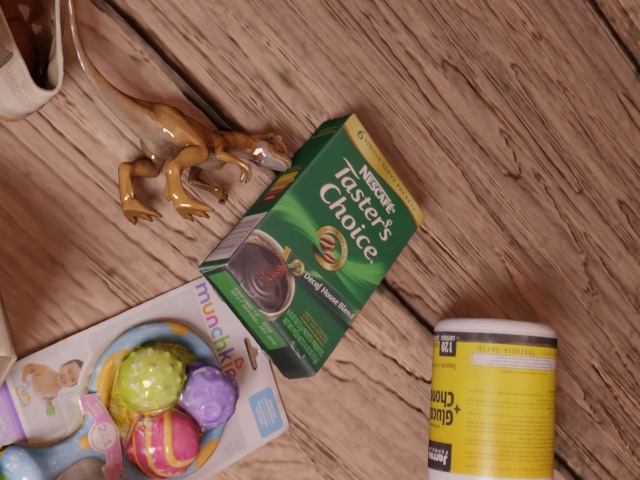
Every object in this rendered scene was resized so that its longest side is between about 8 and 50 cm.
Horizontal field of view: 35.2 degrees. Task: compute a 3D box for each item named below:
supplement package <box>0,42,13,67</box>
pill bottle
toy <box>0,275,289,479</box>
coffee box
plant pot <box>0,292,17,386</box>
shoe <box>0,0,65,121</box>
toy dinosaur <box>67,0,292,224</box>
[{"bbox_3d":[-0.283,-0.094,0.452,0.194,0.149,0.203,53,17,-20],"label":"supplement package"},{"bbox_3d":[0.141,0.158,0.831,0.103,0.103,0.184,9,81,-36],"label":"pill bottle"},{"bbox_3d":[-0.116,0.119,0.675,0.237,0.056,0.137,-24,102,-35],"label":"toy"},{"bbox_3d":[0.000,0.000,0.765,0.113,0.040,0.184,54,51,-19],"label":"coffee box"},{"bbox_3d":[-0.235,0.037,0.559,0.109,0.109,0.096,0,67,-27],"label":"plant pot"},{"bbox_3d":[-0.190,-0.187,0.639,0.076,0.058,0.219,-3,89,-37],"label":"shoe"},{"bbox_3d":[-0.112,-0.073,0.698,0.211,0.064,0.112,25,60,-44],"label":"toy dinosaur"}]
